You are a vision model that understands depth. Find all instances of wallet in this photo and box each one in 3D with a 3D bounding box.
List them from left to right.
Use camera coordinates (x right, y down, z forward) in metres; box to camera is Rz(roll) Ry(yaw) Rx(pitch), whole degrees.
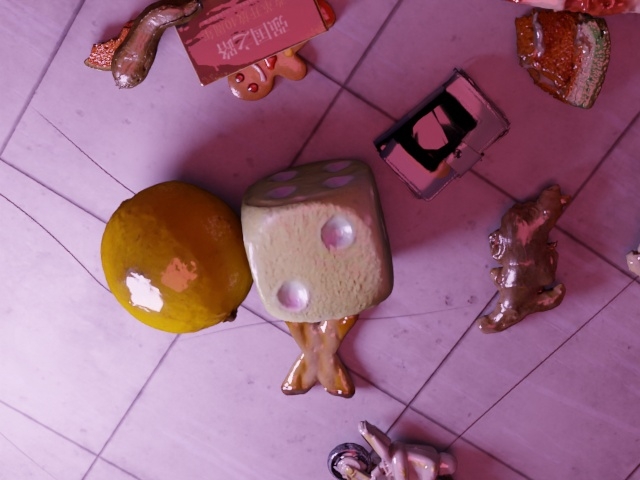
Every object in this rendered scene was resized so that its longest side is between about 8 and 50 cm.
[{"bbox_3d":[0.234,-0.197,1.802,0.231,0.069,0.170,-41,99,14],"label":"wallet"}]

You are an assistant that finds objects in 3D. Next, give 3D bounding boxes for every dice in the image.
[{"bbox_3d":[0.000,0.000,1.787,0.249,0.252,0.255,-11,108,8],"label":"dice"}]

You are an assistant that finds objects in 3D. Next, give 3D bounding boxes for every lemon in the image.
[{"bbox_3d":[-0.269,0.033,1.799,0.296,0.297,0.297,1,110,2],"label":"lemon"}]

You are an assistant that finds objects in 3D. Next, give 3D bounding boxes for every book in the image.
[{"bbox_3d":[-0.177,-0.502,1.713,0.262,0.028,0.374,-22,101,10],"label":"book"}]

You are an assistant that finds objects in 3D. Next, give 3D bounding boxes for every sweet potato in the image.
[{"bbox_3d":[-0.309,-0.372,1.725,0.081,0.062,0.233,40,113,-15],"label":"sweet potato"}]

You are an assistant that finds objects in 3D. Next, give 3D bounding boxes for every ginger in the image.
[{"bbox_3d":[0.411,0.047,1.875,0.166,0.080,0.333,9,108,12],"label":"ginger"}]

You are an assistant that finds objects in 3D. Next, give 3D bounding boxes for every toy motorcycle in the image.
[{"bbox_3d":[0.186,0.519,2.044,0.340,0.108,0.223,40,107,-13],"label":"toy motorcycle"}]

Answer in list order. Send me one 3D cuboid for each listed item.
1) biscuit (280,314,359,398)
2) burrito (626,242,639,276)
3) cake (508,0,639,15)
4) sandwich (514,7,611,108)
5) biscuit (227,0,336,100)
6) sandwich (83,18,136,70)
[{"bbox_3d":[-0.004,0.232,1.980,0.164,0.047,0.208,2,110,1],"label":"biscuit"},{"bbox_3d":[0.770,0.052,1.852,0.347,0.107,0.175,27,122,-5],"label":"burrito"},{"bbox_3d":[0.451,-0.518,1.565,0.319,0.269,0.270,0,110,1],"label":"cake"},{"bbox_3d":[0.437,-0.327,1.723,0.159,0.109,0.185,0,110,1],"label":"sandwich"},{"bbox_3d":[-0.087,-0.367,1.772,0.165,0.036,0.250,36,108,-9],"label":"biscuit"},{"bbox_3d":[-0.384,-0.361,1.790,0.135,0.029,0.067,-29,108,11],"label":"sandwich"}]
